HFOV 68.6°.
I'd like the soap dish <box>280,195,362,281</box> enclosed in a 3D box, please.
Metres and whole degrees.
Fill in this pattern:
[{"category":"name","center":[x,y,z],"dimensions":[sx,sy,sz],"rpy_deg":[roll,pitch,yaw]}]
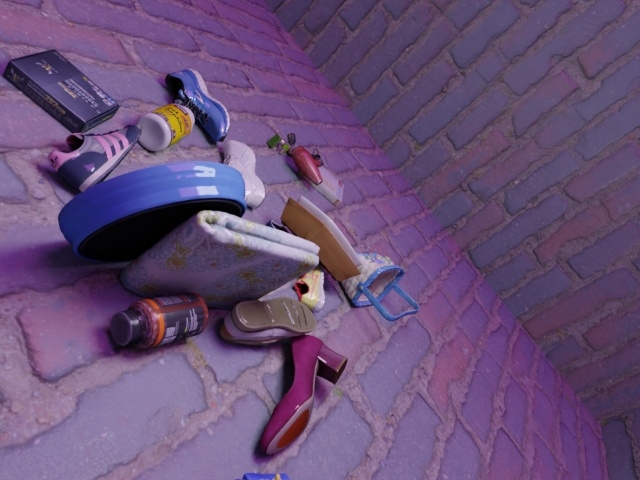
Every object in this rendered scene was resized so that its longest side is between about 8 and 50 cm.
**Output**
[{"category":"soap dish","center":[0.000,0.000,1.606],"dimensions":[0.229,0.118,0.291],"rpy_deg":[42,-7,45]}]

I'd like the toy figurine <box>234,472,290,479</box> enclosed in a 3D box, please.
[{"category":"toy figurine","center":[-0.126,0.547,0.907],"dimensions":[0.363,0.191,0.217],"rpy_deg":[18,9,-34]}]

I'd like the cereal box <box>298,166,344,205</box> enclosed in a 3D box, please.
[{"category":"cereal box","center":[0.008,-0.286,2.202],"dimensions":[0.240,0.047,0.173],"rpy_deg":[40,30,-19]}]

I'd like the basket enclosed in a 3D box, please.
[{"category":"basket","center":[0.222,0.178,1.758],"dimensions":[0.289,0.201,0.255],"rpy_deg":[50,25,23]}]

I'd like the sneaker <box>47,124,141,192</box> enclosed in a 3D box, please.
[{"category":"sneaker","center":[-0.576,-0.249,1.223],"dimensions":[0.131,0.112,0.319],"rpy_deg":[41,27,-22]}]

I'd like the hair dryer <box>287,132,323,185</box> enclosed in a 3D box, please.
[{"category":"hair dryer","center":[-0.038,-0.359,2.094],"dimensions":[0.224,0.080,0.293],"rpy_deg":[25,38,-34]}]

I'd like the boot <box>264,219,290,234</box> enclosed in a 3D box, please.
[{"category":"boot","center":[-0.124,0.012,1.585],"dimensions":[0.190,0.086,0.069],"rpy_deg":[36,30,-23]}]

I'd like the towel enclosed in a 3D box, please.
[{"category":"towel","center":[-0.227,0.058,1.122],"dimensions":[0.374,0.320,0.090],"rpy_deg":[18,49,-46]}]

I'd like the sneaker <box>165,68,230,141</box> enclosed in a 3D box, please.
[{"category":"sneaker","center":[-0.459,-0.486,1.719],"dimensions":[0.330,0.130,0.147],"rpy_deg":[51,41,11]}]

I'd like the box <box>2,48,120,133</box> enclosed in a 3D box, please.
[{"category":"box","center":[-0.706,-0.413,1.298],"dimensions":[0.233,0.059,0.183],"rpy_deg":[41,29,-14]}]

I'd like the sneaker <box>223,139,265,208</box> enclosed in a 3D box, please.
[{"category":"sneaker","center":[-0.292,-0.248,1.654],"dimensions":[0.129,0.111,0.297],"rpy_deg":[7,47,-45]}]

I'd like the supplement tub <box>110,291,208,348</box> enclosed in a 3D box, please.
[{"category":"supplement tub","center":[-0.350,0.174,1.026],"dimensions":[0.198,0.106,0.106],"rpy_deg":[-2,56,-57]}]

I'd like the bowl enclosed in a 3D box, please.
[{"category":"bowl","center":[-0.345,-0.049,1.021],"dimensions":[0.391,0.391,0.077],"rpy_deg":[-5,72,-58]}]

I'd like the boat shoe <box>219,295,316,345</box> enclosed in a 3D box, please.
[{"category":"boat shoe","center":[-0.139,0.223,1.275],"dimensions":[0.302,0.103,0.113],"rpy_deg":[14,43,-47]}]

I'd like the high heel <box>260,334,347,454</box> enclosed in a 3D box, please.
[{"category":"high heel","center":[-0.087,0.379,1.207],"dimensions":[0.181,0.127,0.377],"rpy_deg":[22,27,21]}]

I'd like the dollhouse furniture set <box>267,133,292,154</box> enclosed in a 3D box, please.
[{"category":"dollhouse furniture set","center":[-0.178,-0.420,2.127],"dimensions":[0.076,0.058,0.152],"rpy_deg":[53,7,23]}]

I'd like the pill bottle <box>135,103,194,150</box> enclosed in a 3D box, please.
[{"category":"pill bottle","center":[-0.487,-0.368,1.499],"dimensions":[0.117,0.117,0.215],"rpy_deg":[44,28,-11]}]

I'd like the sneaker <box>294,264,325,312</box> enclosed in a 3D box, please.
[{"category":"sneaker","center":[-0.043,0.139,1.556],"dimensions":[0.094,0.081,0.208],"rpy_deg":[21,32,-24]}]
